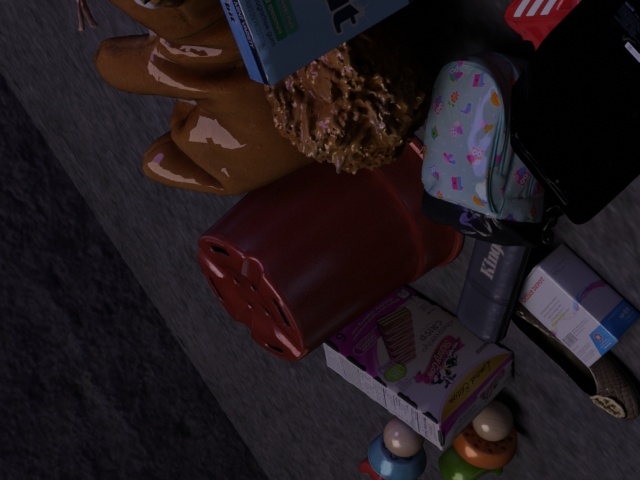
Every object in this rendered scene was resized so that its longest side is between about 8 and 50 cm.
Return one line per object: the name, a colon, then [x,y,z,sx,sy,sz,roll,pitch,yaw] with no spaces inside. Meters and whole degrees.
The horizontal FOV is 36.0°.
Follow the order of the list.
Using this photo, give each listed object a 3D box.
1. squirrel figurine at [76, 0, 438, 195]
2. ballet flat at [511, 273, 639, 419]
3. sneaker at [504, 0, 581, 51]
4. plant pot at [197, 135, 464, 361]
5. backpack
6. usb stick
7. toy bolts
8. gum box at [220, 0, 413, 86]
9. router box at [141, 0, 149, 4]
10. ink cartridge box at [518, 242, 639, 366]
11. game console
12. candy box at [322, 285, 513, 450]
squirrel figurine: [-0.063,-0.226,1.036,0.397,0.281,0.370,20,160,22]
ballet flat: [0.293,0.132,1.216,0.250,0.058,0.084,48,157,8]
sneaker: [0.236,-0.157,0.902,0.128,0.087,0.221,39,143,43]
plant pot: [0.000,0.000,1.289,0.272,0.265,0.272,39,153,24]
backpack: [0.171,-0.095,0.980,0.152,0.115,0.182,23,109,45]
usb stick: [0.209,0.005,1.123,0.077,0.045,0.278,49,145,37]
toy bolts: [0.162,0.279,1.488,0.218,0.228,0.158,52,147,34]
gum box: [-0.004,-0.245,0.836,0.041,0.184,0.157,31,149,51]
router box: [-0.109,-0.395,0.860,0.243,0.309,0.081,51,165,1]
ink cartridge box: [0.295,0.075,1.140,0.122,0.052,0.088,44,155,13]
game console: [0.297,-0.031,0.782,0.361,0.044,0.213,55,149,14]
candy box: [0.138,0.171,1.421,0.233,0.159,0.071,32,150,34]
